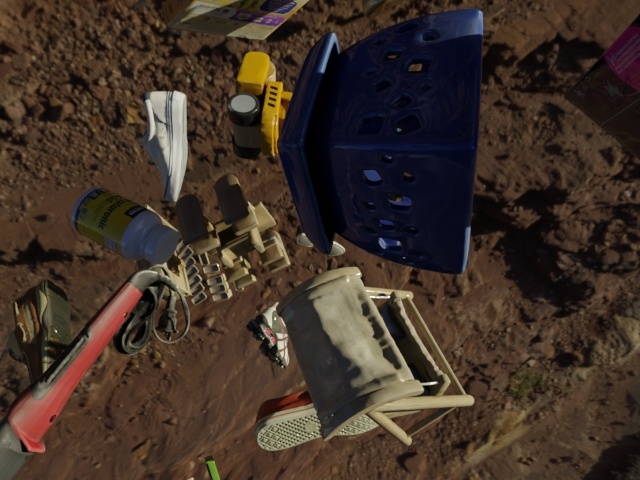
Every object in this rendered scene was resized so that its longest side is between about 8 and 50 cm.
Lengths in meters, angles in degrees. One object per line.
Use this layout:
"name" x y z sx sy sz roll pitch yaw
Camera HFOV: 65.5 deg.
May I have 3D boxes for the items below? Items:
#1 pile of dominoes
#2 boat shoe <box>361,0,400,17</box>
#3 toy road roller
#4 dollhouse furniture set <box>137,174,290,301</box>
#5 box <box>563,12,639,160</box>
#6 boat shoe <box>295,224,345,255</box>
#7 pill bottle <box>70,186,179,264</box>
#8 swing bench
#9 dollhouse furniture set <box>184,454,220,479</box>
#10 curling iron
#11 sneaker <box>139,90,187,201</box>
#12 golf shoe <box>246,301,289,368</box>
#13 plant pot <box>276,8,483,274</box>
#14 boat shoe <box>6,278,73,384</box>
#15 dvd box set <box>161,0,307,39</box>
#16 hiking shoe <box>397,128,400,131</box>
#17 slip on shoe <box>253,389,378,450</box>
"pile of dominoes" -0.380 0.087 1.705 0.196 0.040 0.250 -14 99 10
"boat shoe" 0.158 -0.553 1.024 0.122 0.110 0.341 -12 28 36
"toy road roller" -0.148 -0.410 1.557 0.241 0.202 0.329 5 57 -1
"dollhouse furniture set" -0.210 -0.016 0.921 0.242 0.212 0.160 -25 59 4
"box" 0.347 -0.156 0.410 0.163 0.247 0.142 45 97 9
"boat shoe" 0.000 0.000 1.095 0.125 0.046 0.038 17 46 -28
"pill bottle" -0.233 -0.015 0.600 0.117 0.065 0.065 25 71 11
"swing bench" 0.088 0.194 0.858 0.165 0.255 0.253 -42 47 18
"dollhouse furniture set" -0.269 0.474 0.949 0.152 0.076 0.058 -19 86 -18
"curling iron" -0.184 0.128 0.335 0.035 0.068 0.274 7 50 42
"sneaker" -0.341 -0.204 1.079 0.092 0.257 0.094 7 33 -7
"golf shoe" -0.132 0.306 1.554 0.105 0.272 0.120 26 59 28
"plant pot" 0.080 -0.114 0.611 0.212 0.235 0.235 3 56 14
"boat shoe" -0.664 0.242 1.177 0.120 0.122 0.323 -24 50 -6
"dvd box set" -0.125 -0.601 1.124 0.308 0.421 0.062 -17 88 -46
"hiking shoe" 0.199 -0.364 1.565 0.113 0.304 0.132 30 57 11
"slip on shoe" 0.013 0.375 1.113 0.332 0.122 0.101 -10 26 -10
